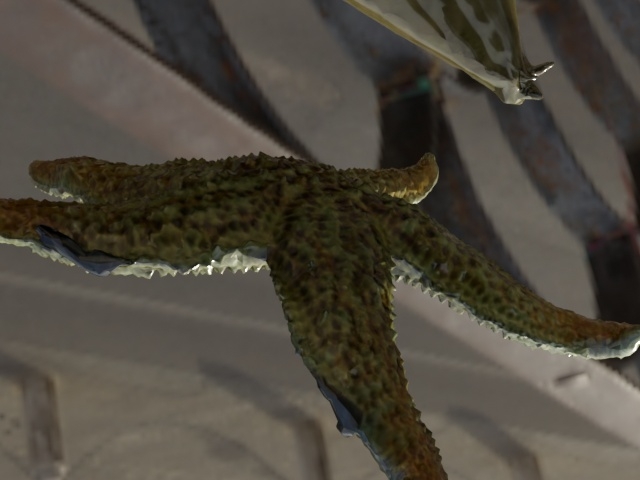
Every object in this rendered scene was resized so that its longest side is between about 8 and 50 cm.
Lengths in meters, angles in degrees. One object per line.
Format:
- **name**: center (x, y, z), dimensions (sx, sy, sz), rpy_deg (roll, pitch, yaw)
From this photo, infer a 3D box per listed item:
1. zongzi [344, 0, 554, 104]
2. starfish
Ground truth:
- **zongzi**: center (-0.074, -0.265, 0.454), dimensions (0.218, 0.467, 0.500), rpy_deg (-41, 172, 4)
- **starfish**: center (0.000, 0.000, 0.537), dimensions (0.208, 0.176, 0.053), rpy_deg (24, 113, 11)
